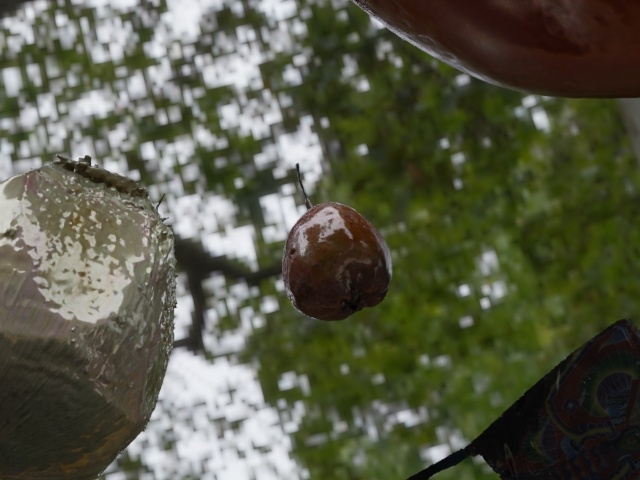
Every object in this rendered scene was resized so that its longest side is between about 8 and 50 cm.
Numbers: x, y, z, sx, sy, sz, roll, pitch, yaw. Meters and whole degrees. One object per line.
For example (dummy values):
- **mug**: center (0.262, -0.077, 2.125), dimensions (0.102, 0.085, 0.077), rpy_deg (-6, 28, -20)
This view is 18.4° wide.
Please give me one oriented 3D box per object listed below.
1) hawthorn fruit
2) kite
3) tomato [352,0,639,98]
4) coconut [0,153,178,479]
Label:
- **hawthorn fruit**: center (0.000, 0.000, 1.159), dimensions (0.067, 0.103, 0.067), rpy_deg (-21, -34, -15)
- **kite**: center (0.125, 0.178, 1.318), dimensions (0.285, 0.152, 0.015), rpy_deg (-28, 1, 4)
- **tomato**: center (0.063, -0.114, 0.478), dimensions (0.187, 0.187, 0.151), rpy_deg (-22, -27, 11)
- **coconut**: center (-0.172, 0.057, 1.140), dimensions (0.194, 0.194, 0.194), rpy_deg (-10, -33, -7)
